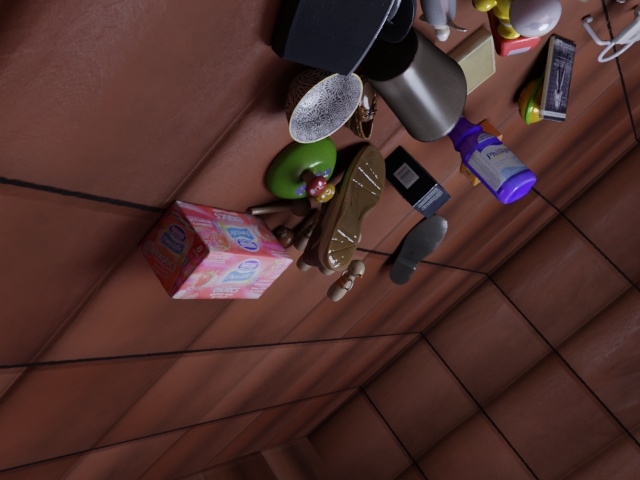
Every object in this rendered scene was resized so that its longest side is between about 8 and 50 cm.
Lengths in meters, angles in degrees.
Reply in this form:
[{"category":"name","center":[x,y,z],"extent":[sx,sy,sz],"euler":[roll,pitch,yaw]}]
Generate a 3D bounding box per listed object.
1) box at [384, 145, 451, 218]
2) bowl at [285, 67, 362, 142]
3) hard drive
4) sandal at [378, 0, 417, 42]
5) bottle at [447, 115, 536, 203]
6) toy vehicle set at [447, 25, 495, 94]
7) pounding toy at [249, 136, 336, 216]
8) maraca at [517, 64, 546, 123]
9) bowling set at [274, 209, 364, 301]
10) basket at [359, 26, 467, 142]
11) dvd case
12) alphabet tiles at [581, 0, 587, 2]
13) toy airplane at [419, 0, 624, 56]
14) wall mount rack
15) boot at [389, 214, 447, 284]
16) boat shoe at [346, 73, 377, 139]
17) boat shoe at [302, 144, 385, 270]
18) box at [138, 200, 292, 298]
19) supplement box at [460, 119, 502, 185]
[{"category":"box","center":[0.256,-0.156,1.706],"extent":[0.093,0.156,0.158],"euler":[-44,156,11]},{"category":"bowl","center":[-0.010,-0.277,1.209],"extent":[0.170,0.080,0.170],"euler":[-30,155,-16]},{"category":"hard drive","center":[0.034,-0.388,1.020],"extent":[0.172,0.054,0.254],"euler":[10,136,-22]},{"category":"sandal","center":[0.112,-0.445,1.057],"extent":[0.054,0.097,0.254],"euler":[-58,157,-31]},{"category":"bottle","center":[0.441,-0.227,1.677],"extent":[0.118,0.283,0.092],"euler":[-21,152,-31]},{"category":"toy vehicle set","center":[0.308,-0.378,1.524],"extent":[0.267,0.035,0.166],"euler":[-39,156,2]},{"category":"pounding toy","center":[-0.031,-0.118,1.431],"extent":[0.183,0.110,0.237],"euler":[-12,145,-45]},{"category":"maraca","center":[0.639,-0.428,1.831],"extent":[0.185,0.099,0.127],"euler":[-66,157,-1]},{"category":"bowling set","center":[0.000,0.000,1.613],"extent":[0.200,0.287,0.154],"euler":[27,116,-29]},{"category":"basket","center":[0.187,-0.335,1.285],"extent":[0.154,0.204,0.227],"euler":[-1,168,33]},{"category":"dvd case","center":[0.669,-0.451,1.769],"extent":[0.165,0.018,0.221],"euler":[-8,106,-49]},{"category":"alphabet tiles","center":[0.703,-0.686,1.479],"extent":[0.343,0.011,0.285],"euler":[-10,156,-47]},{"category":"toy airplane","center":[0.359,-0.487,1.096],"extent":[0.384,0.272,0.386],"euler":[13,147,-33]},{"category":"wall mount rack","center":[0.894,-0.650,1.705],"extent":[0.304,0.130,0.350],"euler":[-18,163,-31]},{"category":"boot","center":[0.349,0.016,2.262],"extent":[0.305,0.112,0.115],"euler":[-56,-179,28]},{"category":"boat shoe","center":[0.099,-0.290,1.361],"extent":[0.064,0.060,0.178],"euler":[-29,155,-19]},{"category":"boat shoe","center":[0.050,-0.084,1.518],"extent":[0.123,0.123,0.342],"euler":[39,64,-40]},{"category":"box","center":[-0.221,0.030,1.380],"extent":[0.142,0.154,0.300],"euler":[-46,154,19]},{"category":"supplement box","center":[0.493,-0.266,1.937],"extent":[0.080,0.078,0.233],"euler":[-35,156,-7]}]
